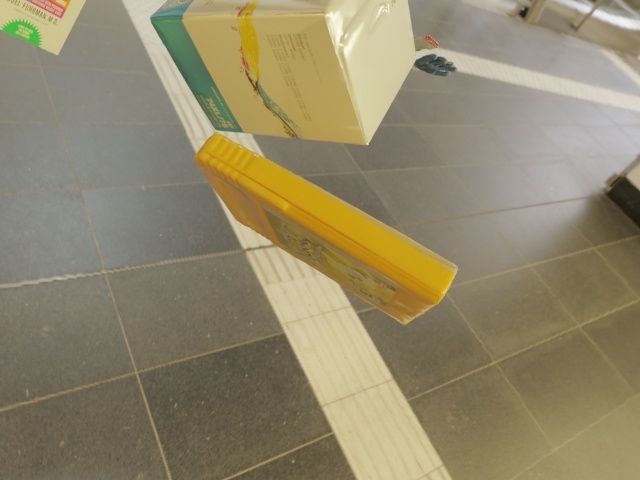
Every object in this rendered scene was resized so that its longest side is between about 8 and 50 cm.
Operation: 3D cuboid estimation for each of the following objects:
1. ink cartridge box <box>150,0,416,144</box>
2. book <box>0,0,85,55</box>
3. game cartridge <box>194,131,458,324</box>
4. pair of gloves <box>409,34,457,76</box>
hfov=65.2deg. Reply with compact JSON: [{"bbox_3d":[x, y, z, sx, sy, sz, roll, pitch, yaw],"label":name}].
[{"bbox_3d":[-0.038,-0.278,0.691,0.270,0.197,0.198,13,59,29],"label":"ink cartridge box"},{"bbox_3d":[-0.328,-0.306,0.588,0.035,0.144,0.096,40,14,26],"label":"book"},{"bbox_3d":[0.000,0.000,0.665,0.324,0.285,0.052,29,79,9],"label":"game cartridge"},{"bbox_3d":[0.221,-0.433,1.176,0.159,0.023,0.198,12,-4,43],"label":"pair of gloves"}]
